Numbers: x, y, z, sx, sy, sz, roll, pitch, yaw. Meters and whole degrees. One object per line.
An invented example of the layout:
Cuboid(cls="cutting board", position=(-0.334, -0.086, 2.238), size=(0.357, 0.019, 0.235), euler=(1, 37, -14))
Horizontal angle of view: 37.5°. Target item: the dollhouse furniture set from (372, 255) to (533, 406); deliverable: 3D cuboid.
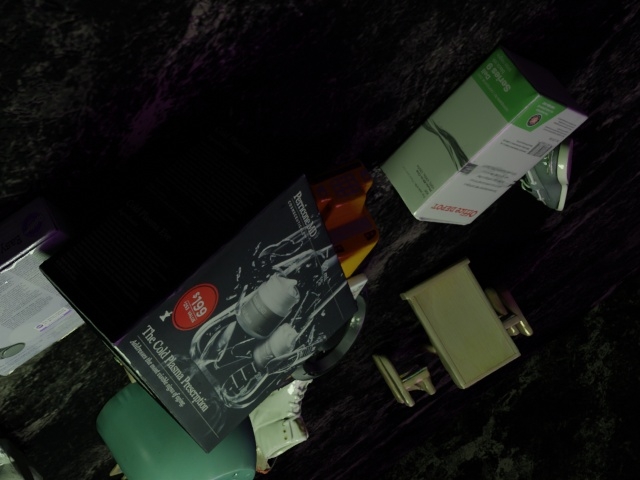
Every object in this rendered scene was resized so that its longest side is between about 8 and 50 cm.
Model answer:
Cuboid(cls="dollhouse furniture set", position=(0.307, 0.207, 2.310), size=(0.362, 0.256, 0.394), euler=(-29, 177, -6))

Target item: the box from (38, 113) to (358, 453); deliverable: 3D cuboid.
Cuboid(cls="box", position=(-0.145, 0.067, 1.283), size=(0.312, 0.179, 0.343), euler=(-44, 146, -15))

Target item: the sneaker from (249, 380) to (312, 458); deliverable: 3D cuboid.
Cuboid(cls="sneaker", position=(-0.057, 0.366, 2.129), size=(0.292, 0.169, 0.108), euler=(-49, 153, 22))

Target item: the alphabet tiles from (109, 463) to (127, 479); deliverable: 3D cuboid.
Cuboid(cls="alphabet tiles", position=(-0.320, 0.445, 2.158), size=(0.285, 0.011, 0.342), euler=(-7, 146, -44))

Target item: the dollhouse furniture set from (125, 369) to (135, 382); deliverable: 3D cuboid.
Cuboid(cls="dollhouse furniture set", position=(-0.258, 0.149, 1.532), size=(0.151, 0.123, 0.144), euler=(-6, 145, -47))

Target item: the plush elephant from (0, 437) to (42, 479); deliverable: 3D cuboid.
Cuboid(cls="plush elephant", position=(-0.594, 0.460, 1.546), size=(0.255, 0.272, 0.330), euler=(-29, 142, -14))

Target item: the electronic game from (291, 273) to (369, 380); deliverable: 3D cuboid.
Cuboid(cls="electronic game", position=(0.014, 0.165, 1.782), size=(0.229, 0.048, 0.229), euler=(-35, 142, -33))

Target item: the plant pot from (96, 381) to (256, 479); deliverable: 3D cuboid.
Cuboid(cls="plant pot", position=(-0.260, 0.405, 1.864), size=(0.293, 0.235, 0.293), euler=(-26, 153, -15))

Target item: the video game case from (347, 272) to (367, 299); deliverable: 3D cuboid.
Cuboid(cls="video game case", position=(-0.001, 0.115, 1.617), size=(0.157, 0.019, 0.143), euler=(-26, 166, -16))

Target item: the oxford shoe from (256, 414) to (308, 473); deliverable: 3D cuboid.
Cuboid(cls="oxford shoe", position=(-0.188, 0.528, 2.313), size=(0.348, 0.130, 0.123), euler=(-37, 162, 6))

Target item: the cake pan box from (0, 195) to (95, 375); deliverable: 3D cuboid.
Cuboid(cls="cake pan box", position=(-0.402, 0.069, 1.274), size=(0.267, 0.070, 0.246), euler=(-35, 158, 4))

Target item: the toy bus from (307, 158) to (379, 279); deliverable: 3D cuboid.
Cuboid(cls="toy bus", position=(0.000, 0.000, 1.528), size=(0.108, 0.130, 0.332), euler=(-22, 164, -24))

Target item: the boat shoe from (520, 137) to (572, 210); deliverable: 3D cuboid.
Cuboid(cls="boat shoe", position=(0.464, -0.142, 1.941), size=(0.099, 0.116, 0.319), euler=(8, 170, 15))

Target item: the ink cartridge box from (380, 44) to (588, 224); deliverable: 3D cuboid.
Cuboid(cls="ink cartridge box", position=(0.273, -0.166, 1.584), size=(0.289, 0.121, 0.211), euler=(-44, 154, 24))

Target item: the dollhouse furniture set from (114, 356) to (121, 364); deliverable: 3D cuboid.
Cuboid(cls="dollhouse furniture set", position=(-0.279, 0.197, 1.654), size=(0.152, 0.058, 0.076), euler=(-30, 172, -6))

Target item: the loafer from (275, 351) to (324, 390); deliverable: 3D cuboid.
Cuboid(cls="loafer", position=(-0.096, 0.286, 2.043), size=(0.223, 0.076, 0.078), euler=(-22, 141, -11))
